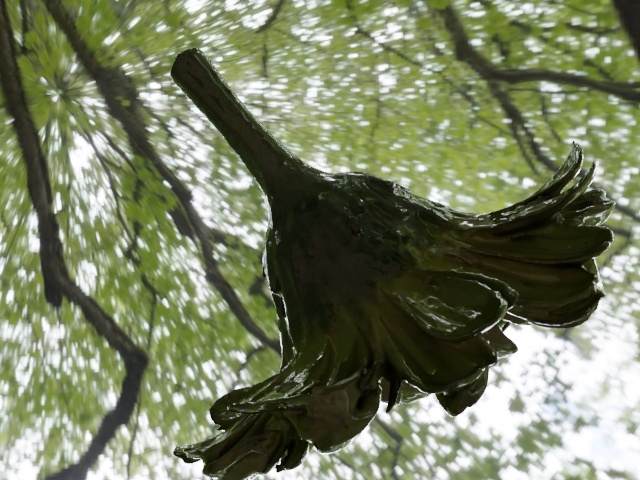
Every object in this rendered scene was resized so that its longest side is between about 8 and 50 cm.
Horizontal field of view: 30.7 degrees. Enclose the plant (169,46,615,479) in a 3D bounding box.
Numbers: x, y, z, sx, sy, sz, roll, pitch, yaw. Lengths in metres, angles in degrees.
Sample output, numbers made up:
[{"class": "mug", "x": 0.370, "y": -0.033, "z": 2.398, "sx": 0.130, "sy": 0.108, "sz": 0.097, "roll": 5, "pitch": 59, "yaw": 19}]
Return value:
[{"class": "plant", "x": 0.019, "y": 0.036, "z": 0.763, "sx": 0.306, "sy": 0.297, "sz": 0.261, "roll": -41, "pitch": -31, "yaw": -19}]
